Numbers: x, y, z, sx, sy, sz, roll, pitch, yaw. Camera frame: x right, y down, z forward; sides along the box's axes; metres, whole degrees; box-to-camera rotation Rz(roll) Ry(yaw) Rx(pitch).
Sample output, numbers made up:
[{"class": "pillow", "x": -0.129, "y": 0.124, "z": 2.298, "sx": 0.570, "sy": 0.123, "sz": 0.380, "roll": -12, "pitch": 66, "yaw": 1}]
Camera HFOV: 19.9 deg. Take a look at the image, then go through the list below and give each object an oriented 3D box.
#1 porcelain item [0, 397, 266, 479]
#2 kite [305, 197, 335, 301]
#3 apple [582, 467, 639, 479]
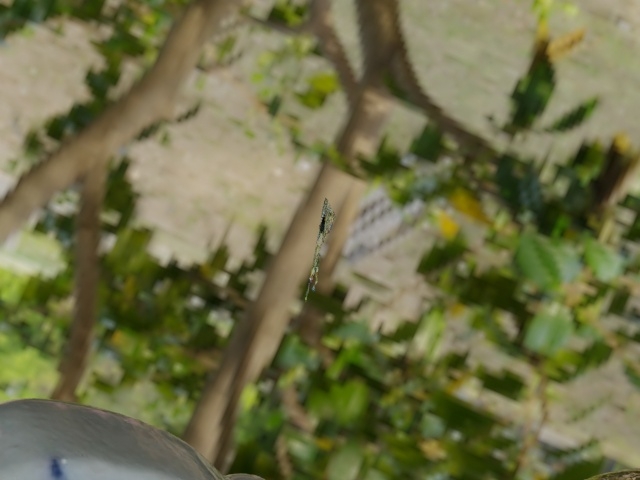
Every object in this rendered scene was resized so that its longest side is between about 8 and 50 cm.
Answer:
[{"class": "porcelain item", "x": -0.218, "y": 0.250, "z": 1.487, "sx": 0.405, "sy": 0.242, "sz": 0.178, "roll": 16, "pitch": 180, "yaw": -40}, {"class": "kite", "x": 0.000, "y": 0.000, "z": 1.487, "sx": 0.004, "sy": 0.090, "sz": 0.122, "roll": 10, "pitch": 149, "yaw": -7}, {"class": "apple", "x": 0.280, "y": 0.335, "z": 1.556, "sx": 0.254, "sy": 0.292, "sz": 0.292, "roll": 12, "pitch": 174, "yaw": -1}]
